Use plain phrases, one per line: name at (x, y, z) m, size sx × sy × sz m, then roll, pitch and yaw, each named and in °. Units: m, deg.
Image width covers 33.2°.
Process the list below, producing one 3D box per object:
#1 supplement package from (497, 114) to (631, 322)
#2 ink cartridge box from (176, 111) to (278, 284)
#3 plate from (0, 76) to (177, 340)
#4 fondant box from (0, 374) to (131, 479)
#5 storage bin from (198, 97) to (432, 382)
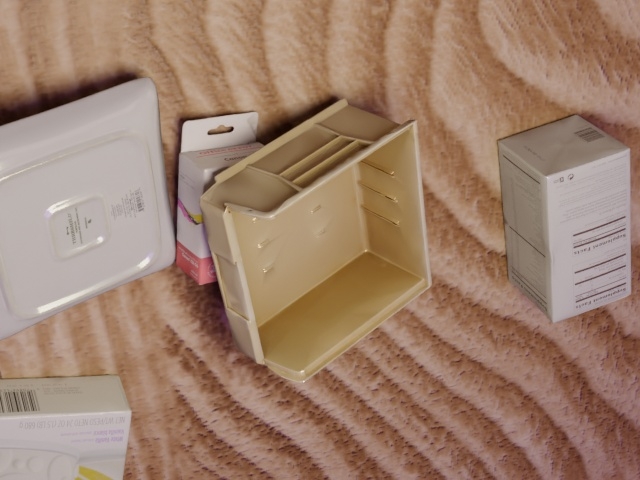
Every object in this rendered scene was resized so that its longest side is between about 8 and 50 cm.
supplement package at (0.350, -0.031, 1.535) m, size 0.134 × 0.139 × 0.244 m, roll -18°, pitch 123°, yaw -13°
ink cartridge box at (-0.115, -0.054, 1.350) m, size 0.115 × 0.067 × 0.198 m, roll -13°, pitch 121°, yaw -33°
plate at (-0.291, -0.025, 1.257) m, size 0.278 × 0.045 × 0.277 m, roll -25°, pitch 132°, yaw -28°
fondant box at (-0.393, 0.345, 1.434) m, size 0.238 × 0.096 × 0.330 m, roll 1°, pitch 116°, yaw -24°
storage bin at (0.000, 0.000, 1.345) m, size 0.260 × 0.123 × 0.262 m, roll -35°, pitch 134°, yaw -29°
